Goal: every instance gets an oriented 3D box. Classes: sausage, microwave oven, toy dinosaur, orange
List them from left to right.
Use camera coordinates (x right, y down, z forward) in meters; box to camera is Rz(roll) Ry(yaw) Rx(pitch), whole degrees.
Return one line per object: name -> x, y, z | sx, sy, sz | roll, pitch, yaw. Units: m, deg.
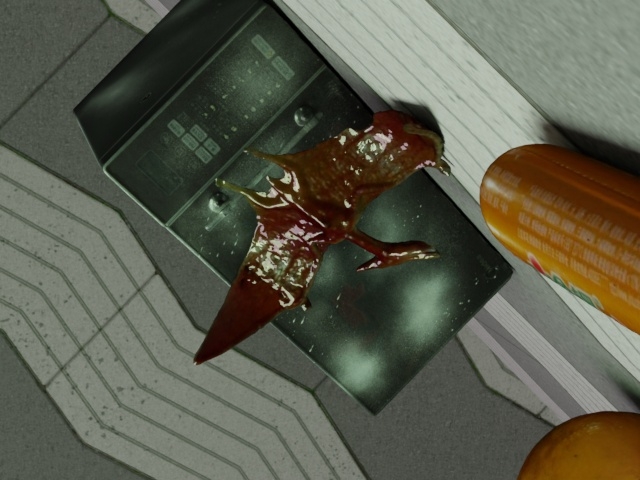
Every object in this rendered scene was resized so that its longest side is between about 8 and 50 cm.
microwave oven -> -0.045, -0.061, 1.259 | 0.432, 0.236, 0.374 | 45, 179, -26
toy dinosaur -> -0.010, -0.001, 0.990 | 0.207, 0.327, 0.113 | 55, -154, -30
sausage -> 0.146, -0.004, 0.557 | 0.071, 0.071, 0.234 | 45, 179, -24
orange -> 0.344, 0.339, 1.221 | 0.284, 0.226, 0.284 | 167, 90, -79
